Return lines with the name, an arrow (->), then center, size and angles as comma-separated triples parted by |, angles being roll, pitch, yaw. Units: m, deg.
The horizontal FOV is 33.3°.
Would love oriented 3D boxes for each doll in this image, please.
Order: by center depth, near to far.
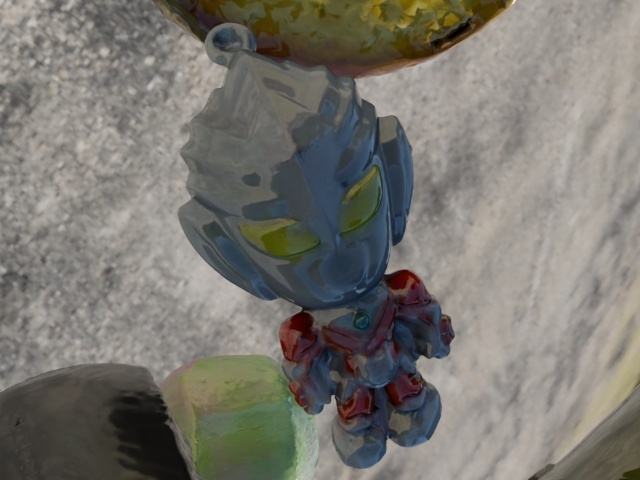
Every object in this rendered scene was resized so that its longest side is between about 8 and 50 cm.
doll -> 0.000, 0.000, 0.411 | 0.094, 0.180, 0.079 | -23, -171, -6

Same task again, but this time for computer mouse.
computer mouse -> -0.154, 0.142, 0.605 | 0.168, 0.295, 0.087 | -25, 109, -12

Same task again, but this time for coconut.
coconut -> -0.123, 0.244, 1.230 | 0.236, 0.204, 0.236 | -15, 155, -7

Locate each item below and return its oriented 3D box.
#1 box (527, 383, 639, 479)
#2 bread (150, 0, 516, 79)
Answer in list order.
box -> 0.394, 0.195, 0.635 | 0.373, 0.420, 0.138 | -37, 179, -19
bread -> 0.004, -0.300, 0.783 | 0.215, 0.398, 0.398 | -93, -160, -52
